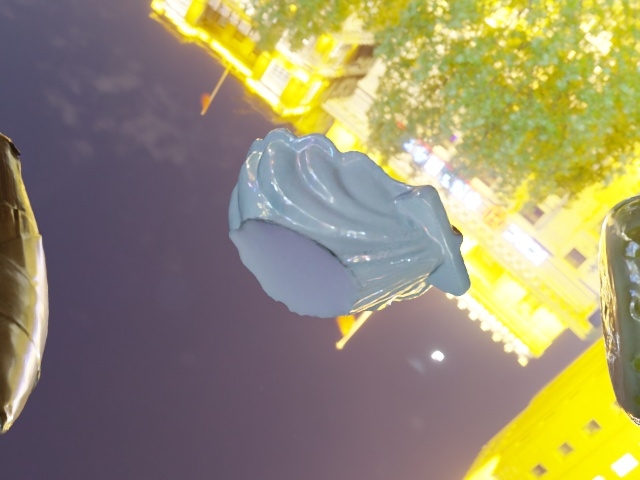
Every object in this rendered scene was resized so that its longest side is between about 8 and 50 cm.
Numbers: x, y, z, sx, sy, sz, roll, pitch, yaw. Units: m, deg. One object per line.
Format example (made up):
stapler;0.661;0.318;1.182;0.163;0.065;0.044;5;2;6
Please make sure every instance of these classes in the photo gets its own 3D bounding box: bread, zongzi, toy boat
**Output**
bread;0.303;0.067;0.636;0.105;0.213;0.213;-2;-157;17
zongzi;-0.298;0.017;0.626;0.154;0.317;0.289;-1;-98;-36
toy boat;0.000;0.000;0.676;0.100;0.290;0.199;-43;-61;-29
